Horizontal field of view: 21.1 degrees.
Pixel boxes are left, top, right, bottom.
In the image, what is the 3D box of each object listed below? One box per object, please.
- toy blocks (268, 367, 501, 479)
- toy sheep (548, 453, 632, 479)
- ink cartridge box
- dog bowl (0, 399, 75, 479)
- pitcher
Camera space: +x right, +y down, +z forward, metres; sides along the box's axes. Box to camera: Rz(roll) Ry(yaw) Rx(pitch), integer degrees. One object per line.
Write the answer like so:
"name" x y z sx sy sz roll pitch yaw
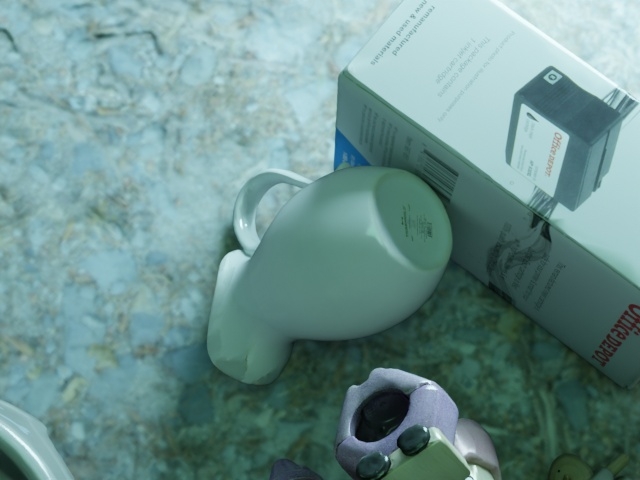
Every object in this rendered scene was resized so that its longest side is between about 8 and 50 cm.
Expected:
"toy blocks" 0.009 0.219 1.228 0.289 0.309 0.260 -35 35 7
"toy sheep" 0.222 0.222 1.326 0.091 0.091 0.132 -36 82 -10
"ink cartridge box" 0.168 -0.044 1.328 0.307 0.223 0.129 37 75 10
"dog bowl" -0.327 0.269 1.302 0.349 0.102 0.348 0 74 0
"pitcher" 0.000 0.000 1.336 0.125 0.207 0.177 13 60 -38
